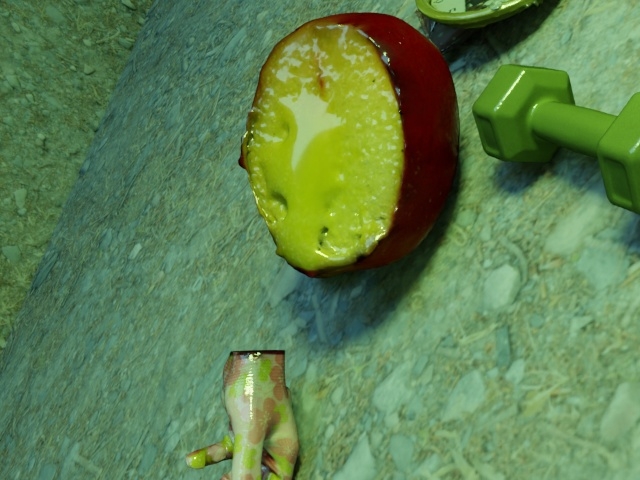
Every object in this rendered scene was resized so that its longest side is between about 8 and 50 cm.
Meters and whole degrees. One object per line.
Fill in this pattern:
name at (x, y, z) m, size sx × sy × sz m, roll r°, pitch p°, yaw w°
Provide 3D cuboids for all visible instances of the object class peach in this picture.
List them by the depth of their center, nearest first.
peach at (0.035, -0.114, 1.062) m, size 0.281 × 0.281 × 0.338 m, roll -21°, pitch 38°, yaw 47°

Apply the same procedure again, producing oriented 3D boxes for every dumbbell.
dumbbell at (0.273, -0.111, 0.870) m, size 0.108 × 0.121 × 0.302 m, roll -28°, pitch 25°, yaw -11°

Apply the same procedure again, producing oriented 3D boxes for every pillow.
pillow at (0.204, -0.345, 1.309) m, size 0.118 × 0.043 × 0.185 m, roll -35°, pitch 30°, yaw 26°

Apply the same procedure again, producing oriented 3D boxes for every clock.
clock at (0.249, -0.366, 1.206) m, size 0.237 × 0.057 × 0.237 m, roll -19°, pitch 38°, yaw 16°

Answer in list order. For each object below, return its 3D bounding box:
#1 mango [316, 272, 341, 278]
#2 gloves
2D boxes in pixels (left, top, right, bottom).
mango at (0.000, 0.000, 1.214) m, size 0.098 × 0.075 × 0.190 m, roll -34°, pitch 27°, yaw 6°
gloves at (-0.084, 0.256, 1.031) m, size 0.145 × 0.126 × 0.241 m, roll -8°, pitch 81°, yaw 48°
